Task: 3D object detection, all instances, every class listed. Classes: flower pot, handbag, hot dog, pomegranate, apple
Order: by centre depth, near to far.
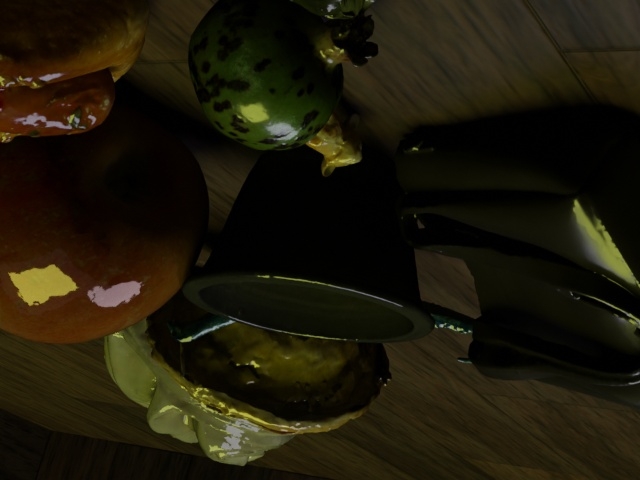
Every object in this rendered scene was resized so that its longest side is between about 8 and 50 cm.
[{"bbox_3d":[-0.021,-0.130,0.960,0.162,0.122,0.122,-21,147,24],"label":"pomegranate"},{"bbox_3d":[-0.266,-0.155,1.003,0.257,0.153,0.150,20,162,-13],"label":"hot dog"},{"bbox_3d":[0.196,0.030,1.137,0.257,0.113,0.285,7,137,49],"label":"handbag"},{"bbox_3d":[-0.229,-0.028,1.253,0.254,0.253,0.253,14,162,4],"label":"apple"},{"bbox_3d":[0.000,0.000,1.254,0.235,0.148,0.235,9,165,2],"label":"flower pot"}]

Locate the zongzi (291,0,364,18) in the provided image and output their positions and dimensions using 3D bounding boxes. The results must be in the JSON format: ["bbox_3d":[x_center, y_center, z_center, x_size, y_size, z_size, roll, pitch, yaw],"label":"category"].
[{"bbox_3d":[-0.023,-0.197,0.866,0.113,0.052,0.104,25,157,13],"label":"zongzi"}]

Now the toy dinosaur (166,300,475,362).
[{"bbox_3d":[0.018,0.053,1.436,0.363,0.147,0.076,5,163,9],"label":"toy dinosaur"}]

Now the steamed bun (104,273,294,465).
[{"bbox_3d":[-0.150,0.185,1.835,0.324,0.219,0.309,13,162,8],"label":"steamed bun"}]

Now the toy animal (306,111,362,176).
[{"bbox_3d":[0.000,-0.094,1.133,0.081,0.060,0.083,33,178,35],"label":"toy animal"}]

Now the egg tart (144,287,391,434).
[{"bbox_3d":[-0.054,0.101,1.557,0.295,0.294,0.116,16,119,-2],"label":"egg tart"}]
